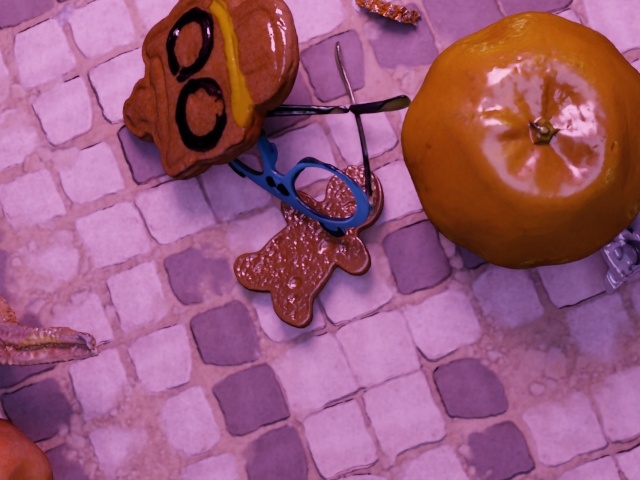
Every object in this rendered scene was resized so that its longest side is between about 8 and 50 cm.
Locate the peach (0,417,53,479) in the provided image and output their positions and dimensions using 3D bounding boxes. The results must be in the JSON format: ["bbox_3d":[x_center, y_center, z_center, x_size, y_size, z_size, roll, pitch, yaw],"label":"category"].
[{"bbox_3d":[-0.416,0.312,1.260,0.214,0.214,0.235,25,53,7],"label":"peach"}]

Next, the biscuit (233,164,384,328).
[{"bbox_3d":[0.000,0.000,1.296,0.138,0.031,0.205,39,93,18],"label":"biscuit"}]

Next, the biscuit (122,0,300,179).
[{"bbox_3d":[-0.138,-0.186,1.243,0.290,0.041,0.208,-21,74,40],"label":"biscuit"}]

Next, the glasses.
[{"bbox_3d":[-0.007,-0.138,1.257,0.239,0.102,0.206,30,88,22],"label":"glasses"}]

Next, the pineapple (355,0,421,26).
[{"bbox_3d":[0.078,-0.275,1.296,0.083,0.045,0.019,19,102,3],"label":"pineapple"}]

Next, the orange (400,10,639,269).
[{"bbox_3d":[0.225,-0.106,1.173,0.279,0.235,0.279,0,89,15],"label":"orange"}]

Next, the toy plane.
[{"bbox_3d":[0.394,0.014,1.228,0.174,0.080,0.173,2,80,-9],"label":"toy plane"}]

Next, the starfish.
[{"bbox_3d":[-0.509,0.071,1.303,0.384,0.132,0.398,-33,80,0],"label":"starfish"}]
